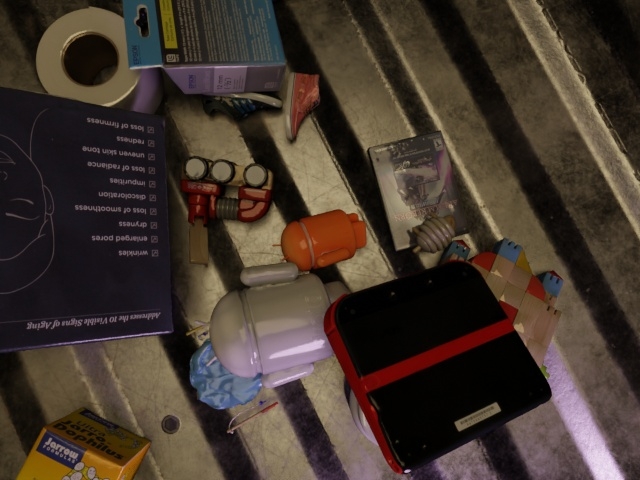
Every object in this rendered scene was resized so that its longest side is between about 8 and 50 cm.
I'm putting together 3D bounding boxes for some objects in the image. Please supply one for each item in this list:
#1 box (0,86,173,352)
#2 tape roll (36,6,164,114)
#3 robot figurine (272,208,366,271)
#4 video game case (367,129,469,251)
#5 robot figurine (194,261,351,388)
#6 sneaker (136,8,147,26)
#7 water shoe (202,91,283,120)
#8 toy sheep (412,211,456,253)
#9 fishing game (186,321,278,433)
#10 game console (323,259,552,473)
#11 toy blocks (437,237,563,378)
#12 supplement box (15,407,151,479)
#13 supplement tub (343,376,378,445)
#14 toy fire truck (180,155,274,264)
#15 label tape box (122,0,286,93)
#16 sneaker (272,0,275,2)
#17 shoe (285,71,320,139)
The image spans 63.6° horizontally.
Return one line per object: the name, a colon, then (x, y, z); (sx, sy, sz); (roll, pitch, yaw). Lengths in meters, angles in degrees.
box: (-0.581, -0.024, 1.035); (0.480, 0.297, 0.471); (2, 81, -42)
tape roll: (-0.522, -0.402, 1.245); (0.246, 0.169, 0.246); (0, 84, -2)
robot figurine: (-0.001, 0.000, 1.234); (0.219, 0.128, 0.158); (-16, 72, -15)
video game case: (0.248, -0.127, 1.313); (0.196, 0.026, 0.274); (-14, 84, -3)
robot figurine: (-0.096, 0.191, 1.170); (0.354, 0.200, 0.299); (-13, 105, -11)
sneaker: (-0.462, -0.655, 1.320); (0.106, 0.078, 0.234); (20, 80, 3)
water shoe: (-0.197, -0.344, 1.310); (0.203, 0.073, 0.080); (9, 113, -3)
toy sheep: (0.274, -0.014, 1.249); (0.132, 0.091, 0.091); (-42, 87, -1)
fishing game: (-0.223, 0.316, 1.250); (0.189, 0.041, 0.264); (-30, 77, -6)
game console: (0.228, 0.221, 1.021); (0.387, 0.060, 0.342); (-15, 66, -24)
toy blocks: (0.420, 0.120, 1.235); (0.381, 0.191, 0.261); (29, 73, 1)
supplement box: (-0.565, 0.591, 1.135); (0.194, 0.195, 0.356); (25, 84, 1)
supplement tub: (0.154, 0.342, 1.140); (0.191, 0.272, 0.191); (0, 85, -1)
toy fire truck: (-0.232, -0.070, 1.242); (0.217, 0.158, 0.246); (7, 96, -1)
label tape box: (-0.277, -0.484, 1.229); (0.348, 0.115, 0.249); (-7, 72, -14)
sneaker: (-0.113, -0.663, 1.340); (0.144, 0.053, 0.059); (-26, 84, -5)
shoe: (-0.044, -0.340, 1.304); (0.081, 0.063, 0.178); (3, 80, 4)
